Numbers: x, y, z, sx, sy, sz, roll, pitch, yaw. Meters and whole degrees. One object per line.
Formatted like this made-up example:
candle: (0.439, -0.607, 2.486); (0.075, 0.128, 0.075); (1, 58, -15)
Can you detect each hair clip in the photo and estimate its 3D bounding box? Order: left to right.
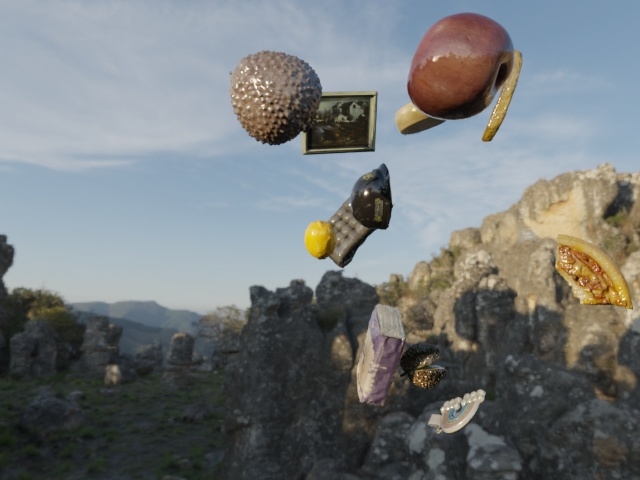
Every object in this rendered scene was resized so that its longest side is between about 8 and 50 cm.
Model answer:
hair clip: (0.426, 0.553, 1.538); (0.140, 0.054, 0.220); (-47, 0, -42)

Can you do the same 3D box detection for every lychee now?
lychee: (-0.134, -0.436, 1.481); (0.299, 0.300, 0.300); (0, -9, 0)

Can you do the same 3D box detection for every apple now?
apple: (0.389, -0.473, 1.359); (0.235, 0.306, 0.305); (31, 4, 23)

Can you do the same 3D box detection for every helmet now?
helmet: (0.201, -0.173, 2.009); (0.160, 0.279, 0.231); (-6, 30, -2)

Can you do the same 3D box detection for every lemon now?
lemon: (0.000, 0.000, 1.689); (0.114, 0.155, 0.114); (2, 35, -1)

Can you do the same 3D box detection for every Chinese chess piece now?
Chinese chess piece: (0.450, -0.551, 2.147); (0.250, 0.097, 0.251); (-17, -3, -1)

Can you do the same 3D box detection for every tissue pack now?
tissue pack: (0.240, 0.465, 1.985); (0.125, 0.344, 0.242); (11, 23, -4)

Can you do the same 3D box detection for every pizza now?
pizza: (0.750, 0.092, 1.361); (0.134, 0.271, 0.056); (-32, -12, 10)

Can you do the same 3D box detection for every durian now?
durian: (0.411, 0.514, 1.999); (0.196, 0.196, 0.167); (-1, -16, 12)

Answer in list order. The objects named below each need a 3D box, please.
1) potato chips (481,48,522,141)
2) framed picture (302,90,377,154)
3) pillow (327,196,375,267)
potato chips: (0.764, -0.605, 2.027); (0.057, 0.407, 0.080); (18, 2, -1)
framed picture: (0.074, -0.439, 1.838); (0.296, 0.233, 0.019); (-6, 22, -13)
pillow: (0.136, -0.050, 2.322); (0.228, 0.326, 0.101); (41, -4, 35)
